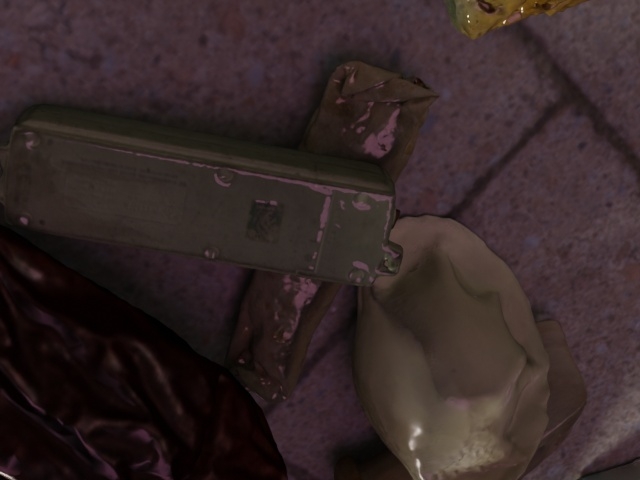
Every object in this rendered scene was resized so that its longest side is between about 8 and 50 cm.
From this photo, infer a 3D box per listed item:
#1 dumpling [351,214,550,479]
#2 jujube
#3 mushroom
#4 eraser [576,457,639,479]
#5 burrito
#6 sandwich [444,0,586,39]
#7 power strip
[{"bbox_3d":[0.112,0.097,0.747,0.167,0.215,0.126,-16,153,-20],"label":"dumpling"},{"bbox_3d":[-0.176,0.131,0.626,0.216,0.216,0.342,-39,117,4],"label":"jujube"},{"bbox_3d":[0.130,0.176,0.819,0.247,0.096,0.108,-36,126,3],"label":"mushroom"},{"bbox_3d":[0.312,0.340,1.009,0.096,0.052,0.225,-11,122,-17],"label":"eraser"},{"bbox_3d":[0.000,0.000,0.692,0.082,0.059,0.275,16,111,-16],"label":"burrito"},{"bbox_3d":[0.079,-0.246,0.445,0.131,0.325,0.262,-27,89,-5],"label":"sandwich"},{"bbox_3d":[-0.078,-0.029,0.613,0.272,0.052,0.078,10,113,-7],"label":"power strip"}]
